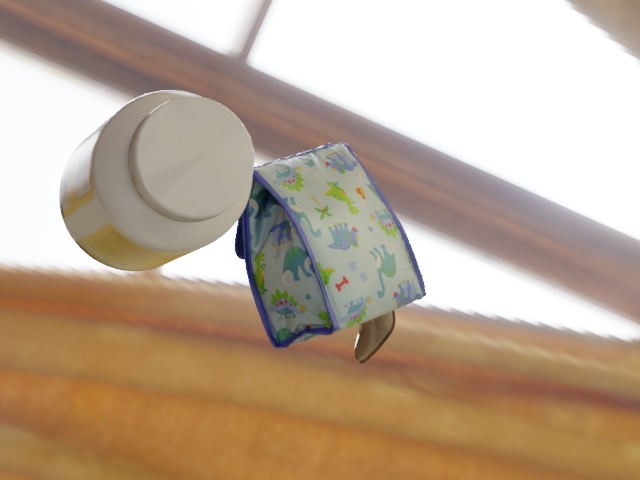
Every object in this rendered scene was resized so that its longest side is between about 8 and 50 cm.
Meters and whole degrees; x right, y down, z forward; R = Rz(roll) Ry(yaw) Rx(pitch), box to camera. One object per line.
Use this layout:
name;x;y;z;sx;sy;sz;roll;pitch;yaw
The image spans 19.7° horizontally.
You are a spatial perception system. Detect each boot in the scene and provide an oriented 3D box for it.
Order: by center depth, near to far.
boot;0.035;0.049;1.698;0.118;0.087;0.042;-58;-158;14

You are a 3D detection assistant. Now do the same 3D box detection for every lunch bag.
lunch bag;0.000;0.000;1.536;0.096;0.151;0.129;-17;-178;41

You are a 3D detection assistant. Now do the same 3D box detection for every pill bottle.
pill bottle;-0.103;-0.039;1.182;0.103;0.103;0.184;-69;-165;-13
